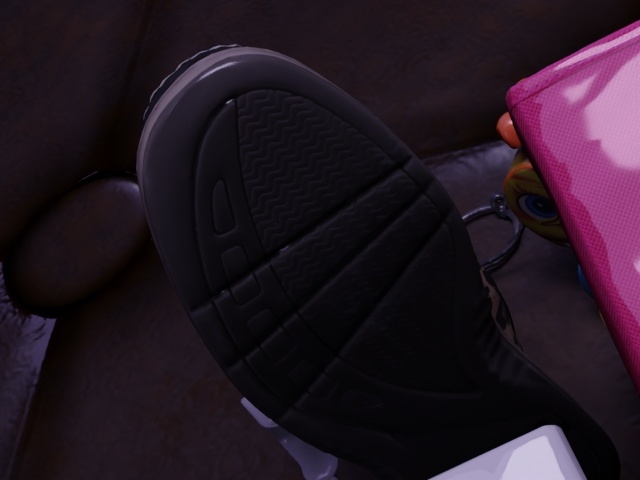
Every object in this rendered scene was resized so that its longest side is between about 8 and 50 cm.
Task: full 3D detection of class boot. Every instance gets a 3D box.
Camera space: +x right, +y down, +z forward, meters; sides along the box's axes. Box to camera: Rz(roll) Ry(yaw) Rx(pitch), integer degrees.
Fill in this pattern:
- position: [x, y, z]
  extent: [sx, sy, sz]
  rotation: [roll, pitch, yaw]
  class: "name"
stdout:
- position: [0.000, 0.000, 0.847]
  extent: [0.138, 0.377, 0.284]
  rotation: [-43, 36, 4]
  class: "boot"

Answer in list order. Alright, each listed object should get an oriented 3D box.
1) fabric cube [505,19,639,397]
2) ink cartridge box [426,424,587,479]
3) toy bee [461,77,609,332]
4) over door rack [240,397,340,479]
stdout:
- position: [0.265, 0.028, 0.660]
  extent: [0.259, 0.254, 0.258]
  rotation: [-26, 68, 11]
  class: "fabric cube"
- position: [0.072, 0.258, 0.622]
  extent: [0.211, 0.121, 0.289]
  rotation: [-25, 62, 5]
  class: "ink cartridge box"
- position: [0.176, -0.023, 0.898]
  extent: [0.298, 0.162, 0.195]
  rotation: [-15, 47, 23]
  class: "toy bee"
- position: [-0.013, 0.268, 0.775]
  extent: [0.239, 0.108, 0.324]
  rotation: [-39, 62, -3]
  class: "over door rack"
